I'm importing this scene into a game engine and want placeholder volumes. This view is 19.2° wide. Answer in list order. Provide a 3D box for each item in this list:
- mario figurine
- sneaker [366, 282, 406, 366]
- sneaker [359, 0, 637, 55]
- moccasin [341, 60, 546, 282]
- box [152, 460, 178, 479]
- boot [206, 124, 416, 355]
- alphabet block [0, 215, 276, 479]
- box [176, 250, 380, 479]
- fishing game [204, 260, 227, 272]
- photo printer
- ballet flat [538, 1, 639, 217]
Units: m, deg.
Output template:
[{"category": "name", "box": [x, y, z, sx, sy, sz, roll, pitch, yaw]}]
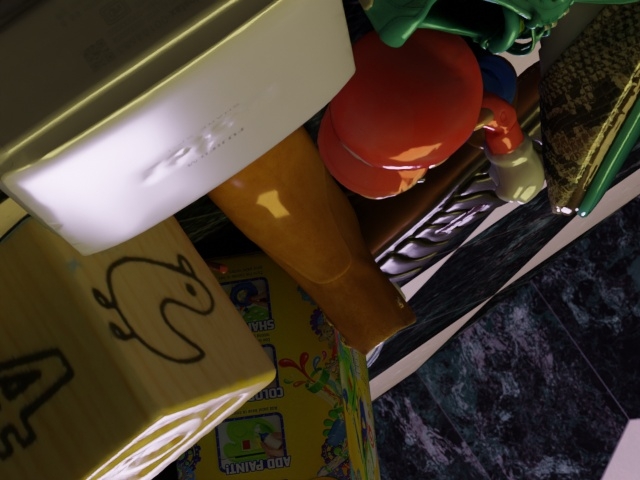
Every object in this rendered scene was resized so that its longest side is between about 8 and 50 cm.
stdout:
[{"category": "mario figurine", "box": [0.068, -0.092, 1.550, 0.198, 0.170, 0.320, -11, -175, 16]}, {"category": "sneaker", "box": [0.010, 0.154, 2.279, 0.131, 0.112, 0.296, -28, 163, -44]}, {"category": "sneaker", "box": [0.141, -0.186, 1.408, 0.275, 0.110, 0.107, -6, 159, -29]}, {"category": "moccasin", "box": [0.136, -0.090, 1.930, 0.139, 0.147, 0.380, -9, 160, -33]}, {"category": "box", "box": [-0.321, 0.295, 2.083, 0.294, 0.182, 0.296, -25, 166, -44]}, {"category": "boot", "box": [-0.001, 0.001, 1.682, 0.104, 0.211, 0.295, -36, 168, 6]}, {"category": "alphabet block", "box": [-0.193, 0.099, 1.579, 0.193, 0.197, 0.192, -41, 167, 29]}, {"category": "box", "box": [-0.042, 0.180, 1.969, 0.177, 0.279, 0.290, -9, 164, 6]}, {"category": "fishing game", "box": [-0.198, 0.111, 1.784, 0.264, 0.041, 0.189, -52, -160, -11]}, {"category": "photo printer", "box": [-0.100, -0.104, 1.224, 0.256, 0.107, 0.307, -34, 169, -3]}, {"category": "ballet flat", "box": [0.287, -0.246, 1.539, 0.483, 0.182, 0.164, -54, 175, 26]}]
